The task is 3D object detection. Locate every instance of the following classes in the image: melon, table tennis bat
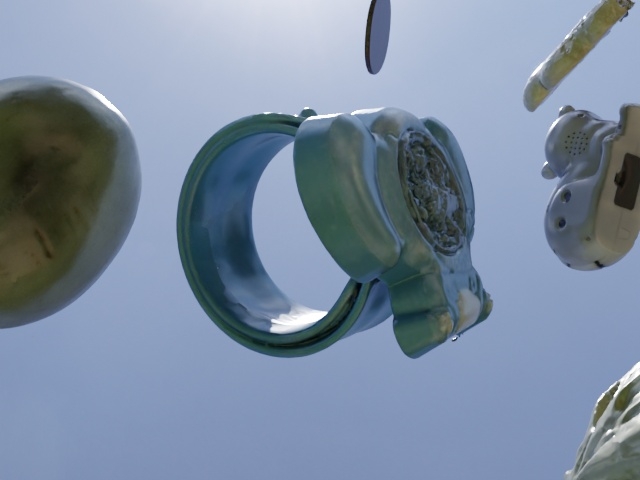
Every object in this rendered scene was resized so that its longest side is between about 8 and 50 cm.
[{"bbox_3d":[-0.341,-0.044,0.987,0.271,0.272,0.308,26,-111,-14],"label":"melon"},{"bbox_3d":[0.074,-0.287,1.119,0.014,0.095,0.158,11,-70,18],"label":"table tennis bat"}]

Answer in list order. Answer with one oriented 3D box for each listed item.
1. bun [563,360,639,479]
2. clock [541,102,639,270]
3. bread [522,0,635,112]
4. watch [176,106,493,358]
[{"bbox_3d":[0.276,0.233,0.660,0.213,0.361,0.361,13,-100,-11],"label":"bun"},{"bbox_3d":[0.276,-0.057,0.943,0.080,0.117,0.176,13,-91,-33],"label":"clock"},{"bbox_3d":[0.326,-0.244,1.150,0.039,0.251,0.182,45,-63,4],"label":"bread"},{"bbox_3d":[0.000,0.000,0.638,0.211,0.193,0.211,32,-130,-48],"label":"watch"}]
